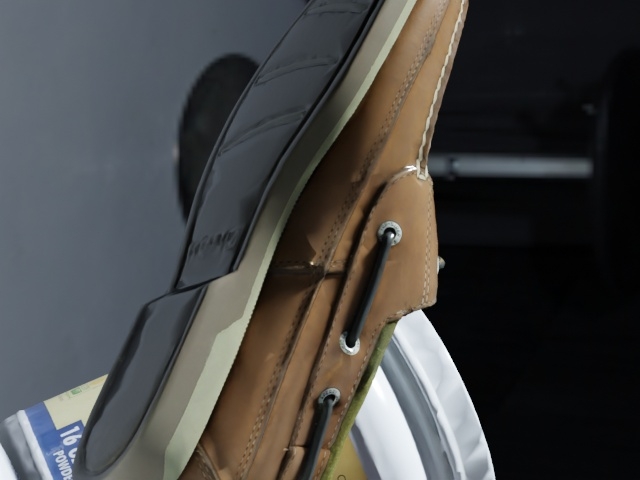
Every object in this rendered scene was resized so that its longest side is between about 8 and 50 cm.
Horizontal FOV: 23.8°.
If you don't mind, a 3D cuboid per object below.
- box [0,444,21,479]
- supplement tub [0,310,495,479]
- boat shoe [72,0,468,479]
[{"bbox_3d":[-0.180,0.163,0.573,0.091,0.170,0.130,68,-8,-31],"label":"box"},{"bbox_3d":[-0.055,0.177,1.109,0.316,0.228,0.228,-23,121,-12],"label":"supplement tub"},{"bbox_3d":[0.000,0.000,0.702,0.104,0.111,0.307,32,77,-21],"label":"boat shoe"}]
